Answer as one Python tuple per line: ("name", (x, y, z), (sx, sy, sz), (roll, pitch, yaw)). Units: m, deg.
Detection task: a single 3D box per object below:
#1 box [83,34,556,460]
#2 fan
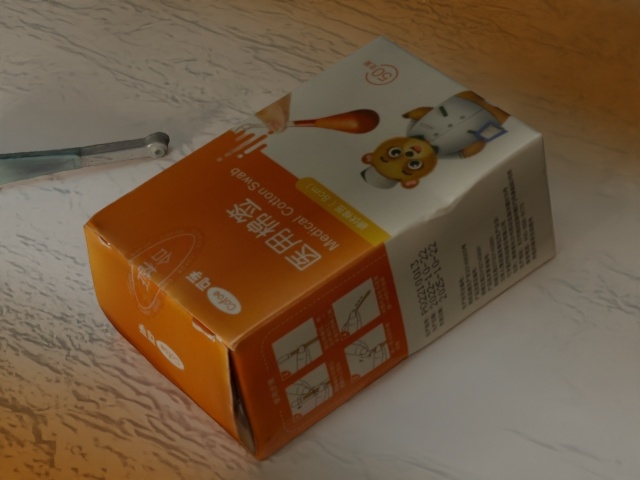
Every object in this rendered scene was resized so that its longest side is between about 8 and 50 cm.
("box", (0.000, 0.000, 1.586), (0.341, 0.143, 0.225), (-34, 46, -20))
("fan", (-0.284, -0.069, 1.808), (0.282, 0.057, 0.023), (-7, 32, -2))
